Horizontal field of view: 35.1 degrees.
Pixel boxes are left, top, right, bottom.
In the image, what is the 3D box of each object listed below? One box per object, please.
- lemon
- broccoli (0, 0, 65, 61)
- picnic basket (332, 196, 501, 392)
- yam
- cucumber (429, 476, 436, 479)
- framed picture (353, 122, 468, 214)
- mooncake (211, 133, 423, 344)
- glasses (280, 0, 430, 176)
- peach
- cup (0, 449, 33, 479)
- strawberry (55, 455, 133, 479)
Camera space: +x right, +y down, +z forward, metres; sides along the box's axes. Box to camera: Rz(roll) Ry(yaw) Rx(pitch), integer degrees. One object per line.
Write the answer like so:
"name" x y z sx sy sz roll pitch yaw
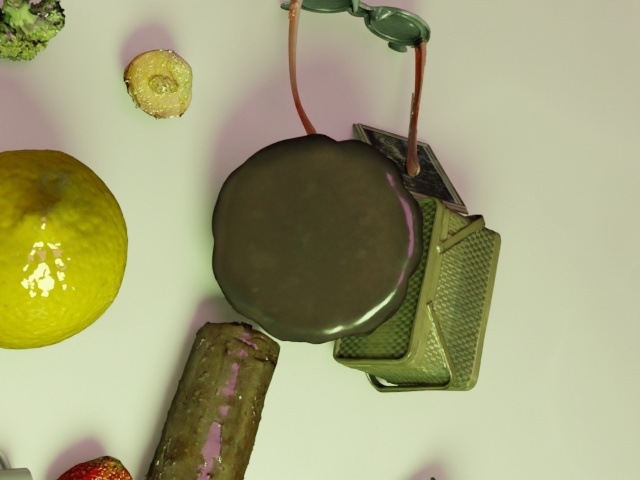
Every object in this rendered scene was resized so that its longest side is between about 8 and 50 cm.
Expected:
"lemon" -0.329 0.010 1.138 0.228 0.253 0.229 15 67 -40
"broccoli" -0.373 -0.271 1.267 0.096 0.092 0.095 9 61 -10
"picnic basket" 0.137 0.081 1.434 0.139 0.165 0.267 26 69 -36
"yam" -0.140 0.239 1.274 0.131 0.131 0.280 26 67 -23
"cucumber" 0.076 0.475 1.365 0.325 0.105 0.145 -38 126 -30
"framed picture" 0.133 -0.111 1.501 0.141 0.011 0.183 13 33 -27
"mooncake" 0.000 0.000 1.331 0.282 0.141 0.283 0 89 11
"glasses" 0.047 -0.231 1.480 0.234 0.118 0.269 16 71 -28
"peach" -0.219 -0.209 1.358 0.098 0.061 0.098 -1 96 -14
"cup" -0.398 0.300 1.143 0.133 0.136 0.099 1 113 -29
"strawberry" -0.271 0.303 1.199 0.106 0.106 0.106 6 77 -29
